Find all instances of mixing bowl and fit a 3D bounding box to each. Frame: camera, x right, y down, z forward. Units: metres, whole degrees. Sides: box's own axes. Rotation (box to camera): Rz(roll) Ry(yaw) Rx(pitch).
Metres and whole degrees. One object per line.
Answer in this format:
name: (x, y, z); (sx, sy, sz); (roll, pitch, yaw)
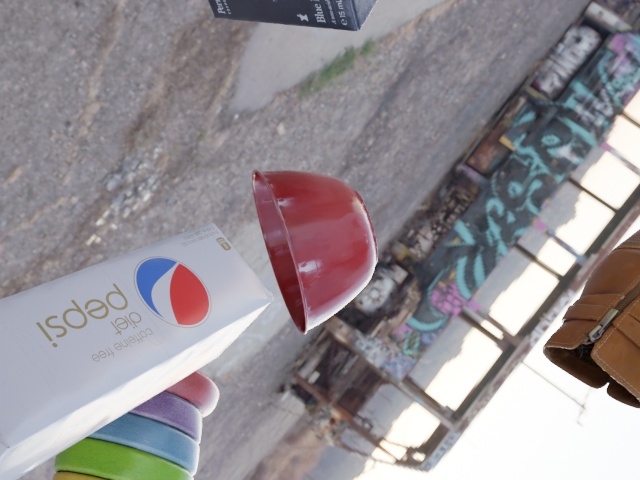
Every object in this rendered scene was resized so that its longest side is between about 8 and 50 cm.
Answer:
mixing bowl: (0.000, 0.000, 0.864); (0.098, 0.181, 0.181); (-16, 162, -11)

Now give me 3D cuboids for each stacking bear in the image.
stacking bear: (-0.225, 0.279, 0.892); (0.164, 0.175, 0.289); (-35, -144, 57)

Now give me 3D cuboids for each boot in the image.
boot: (0.371, 0.072, 0.786); (0.220, 0.109, 0.283); (-42, -147, -19)

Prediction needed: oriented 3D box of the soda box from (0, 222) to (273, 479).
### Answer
soda box: (-0.120, 0.058, 0.451); (0.074, 0.069, 0.216); (-46, 170, 31)

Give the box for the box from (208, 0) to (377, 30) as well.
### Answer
box: (-0.033, -0.276, 0.709); (0.093, 0.158, 0.156); (-61, 150, -29)
